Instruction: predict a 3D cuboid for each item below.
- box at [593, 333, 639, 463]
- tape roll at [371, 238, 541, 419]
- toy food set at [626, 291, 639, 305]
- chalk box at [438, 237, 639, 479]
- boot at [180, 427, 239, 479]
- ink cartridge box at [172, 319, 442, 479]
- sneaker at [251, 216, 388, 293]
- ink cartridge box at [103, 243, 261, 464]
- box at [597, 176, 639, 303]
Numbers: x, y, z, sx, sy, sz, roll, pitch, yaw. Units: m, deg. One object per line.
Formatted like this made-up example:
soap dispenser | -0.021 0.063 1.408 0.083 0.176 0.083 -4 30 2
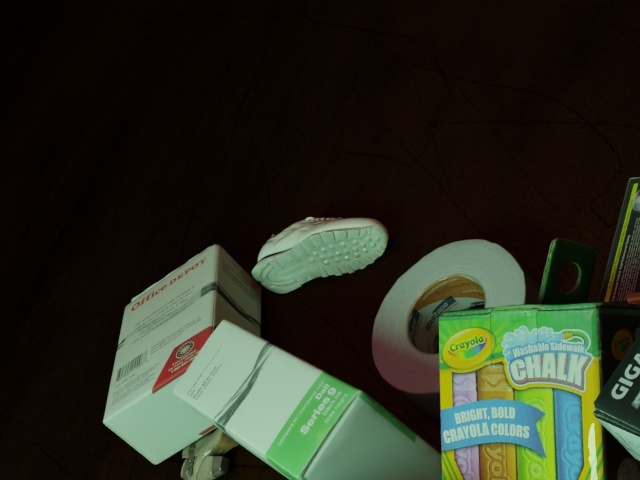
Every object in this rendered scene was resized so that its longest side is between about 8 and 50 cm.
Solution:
box | 0.393 0.104 0.912 0.073 0.293 0.295 24 75 51
tape roll | 0.171 0.107 1.320 0.219 0.072 0.219 -26 42 26
toy food set | 0.358 0.072 1.110 0.122 0.019 0.078 -27 40 13
chalk box | 0.233 0.146 1.038 0.179 0.180 0.289 -8 79 41
boot | -0.155 0.285 1.507 0.087 0.042 0.118 -13 48 41
ink cartridge box | -0.013 0.225 1.274 0.289 0.211 0.122 21 73 52
sneaker | 0.000 0.000 1.588 0.235 0.090 0.095 -16 37 33
ink cartridge box | -0.194 0.159 1.571 0.197 0.114 0.273 -33 29 18
box | 0.412 0.045 1.147 0.216 0.060 0.270 -6 52 43
